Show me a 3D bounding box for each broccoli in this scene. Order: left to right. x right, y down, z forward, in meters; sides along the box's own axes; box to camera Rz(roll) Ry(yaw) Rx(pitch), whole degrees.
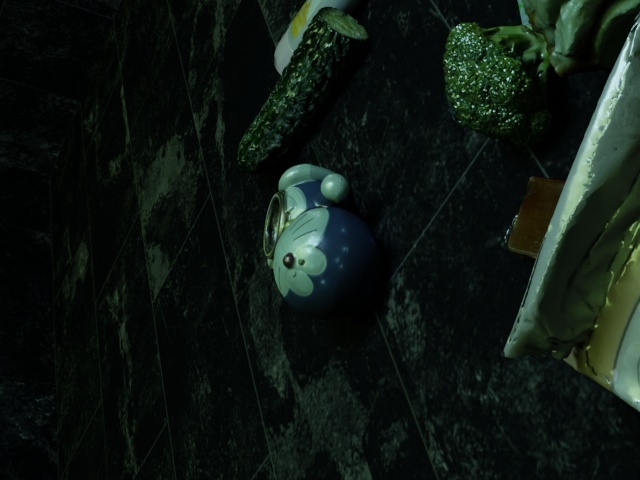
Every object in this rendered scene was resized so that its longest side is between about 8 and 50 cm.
[{"bbox_3d":[0.198,-0.185,1.082,0.138,0.145,0.162,-37,45,-7],"label":"broccoli"}]

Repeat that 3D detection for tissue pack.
[{"bbox_3d":[0.281,-0.019,0.742,0.238,0.239,0.305,41,114,60],"label":"tissue pack"}]

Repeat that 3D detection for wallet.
[{"bbox_3d":[0.263,-0.018,0.991,0.176,0.026,0.095,12,82,62],"label":"wallet"}]

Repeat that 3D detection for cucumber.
[{"bbox_3d":[-0.049,-0.225,1.597,0.359,0.096,0.096,-53,35,36],"label":"cucumber"}]

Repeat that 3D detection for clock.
[{"bbox_3d":[0.000,0.000,1.353,0.243,0.147,0.199,-108,36,-52],"label":"clock"}]

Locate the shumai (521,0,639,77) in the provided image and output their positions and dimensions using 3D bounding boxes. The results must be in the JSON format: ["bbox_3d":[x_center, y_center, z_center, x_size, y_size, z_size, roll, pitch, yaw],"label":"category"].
[{"bbox_3d":[0.246,-0.287,0.889,0.263,0.304,0.309,114,153,-43],"label":"shumai"}]

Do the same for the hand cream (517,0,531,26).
[{"bbox_3d":[0.303,-0.344,1.061,0.275,0.050,0.079,-48,12,51],"label":"hand cream"}]

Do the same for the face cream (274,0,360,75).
[{"bbox_3d":[0.012,-0.383,1.586,0.269,0.073,0.107,-48,18,44],"label":"face cream"}]
